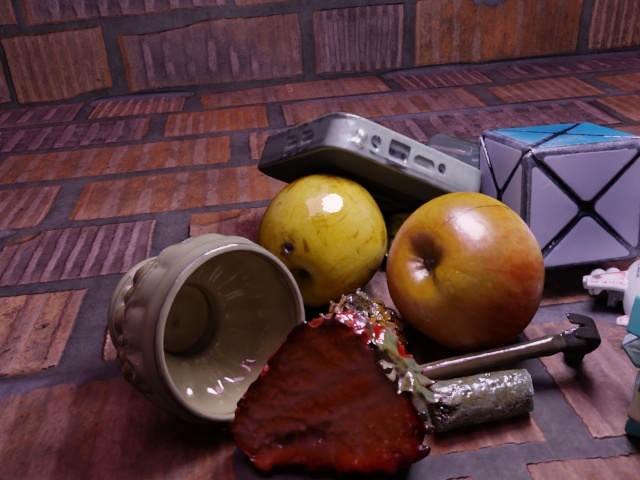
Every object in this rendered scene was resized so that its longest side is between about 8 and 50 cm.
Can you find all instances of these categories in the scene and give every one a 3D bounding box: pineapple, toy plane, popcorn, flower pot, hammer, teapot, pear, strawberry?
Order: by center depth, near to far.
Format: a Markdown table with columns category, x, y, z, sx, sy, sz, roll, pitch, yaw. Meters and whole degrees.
| category | x | y | z | sx | sy | sz | roll | pitch | yaw |
| --- | --- | --- | --- | --- | --- | --- | --- | --- | --- |
| strawberry | 0.033 | 0.235 | 0.936 | 0.253 | 0.280 | 0.150 | 37 | 22 | 0 |
| hammer | 0.239 | 0.207 | 1.040 | 0.441 | 0.168 | 0.044 | -14 | 61 | -1 |
| flower pot | -0.206 | 0.138 | 1.050 | 0.308 | 0.307 | 0.244 | -28 | 20 | -38 |
| pineapple | 0.075 | 0.144 | 1.137 | 0.162 | 0.136 | 0.176 | -21 | 33 | -29 |
| toy plane | 0.615 | 0.102 | 1.174 | 0.253 | 0.118 | 0.252 | -1 | 26 | 0 |
| pear | 0.000 | 0.000 | 1.282 | 0.281 | 0.280 | 0.280 | -3 | 28 | 2 |
| popcorn | 0.198 | 0.002 | 1.420 | 0.126 | 0.126 | 0.145 | 37 | 25 | 16 |
| teapot | 0.392 | -0.188 | 1.686 | 0.225 | 0.170 | 0.203 | 11 | -11 | 41 |

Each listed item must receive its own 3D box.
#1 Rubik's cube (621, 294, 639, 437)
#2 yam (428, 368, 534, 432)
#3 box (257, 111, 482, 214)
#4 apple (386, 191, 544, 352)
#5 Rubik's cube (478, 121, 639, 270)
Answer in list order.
| category | x | y | z | sx | sy | sz | roll | pitch | yaw |
| --- | --- | --- | --- | --- | --- | --- | --- | --- | --- |
| Rubik's cube | 0.535 | 0.178 | 0.893 | 0.213 | 0.265 | 0.224 | 17 | 19 | 27 |
| yam | 0.250 | 0.246 | 0.991 | 0.180 | 0.078 | 0.078 | -6 | 28 | -11 |
| box | 0.103 | -0.152 | 1.431 | 0.396 | 0.111 | 0.397 | 17 | -9 | -27 |
| apple | 0.253 | 0.053 | 1.129 | 0.233 | 0.285 | 0.286 | 6 | 15 | -43 |
| Rubik's cube | 0.486 | -0.101 | 1.316 | 0.260 | 0.254 | 0.259 | -8 | 18 | -8 |
